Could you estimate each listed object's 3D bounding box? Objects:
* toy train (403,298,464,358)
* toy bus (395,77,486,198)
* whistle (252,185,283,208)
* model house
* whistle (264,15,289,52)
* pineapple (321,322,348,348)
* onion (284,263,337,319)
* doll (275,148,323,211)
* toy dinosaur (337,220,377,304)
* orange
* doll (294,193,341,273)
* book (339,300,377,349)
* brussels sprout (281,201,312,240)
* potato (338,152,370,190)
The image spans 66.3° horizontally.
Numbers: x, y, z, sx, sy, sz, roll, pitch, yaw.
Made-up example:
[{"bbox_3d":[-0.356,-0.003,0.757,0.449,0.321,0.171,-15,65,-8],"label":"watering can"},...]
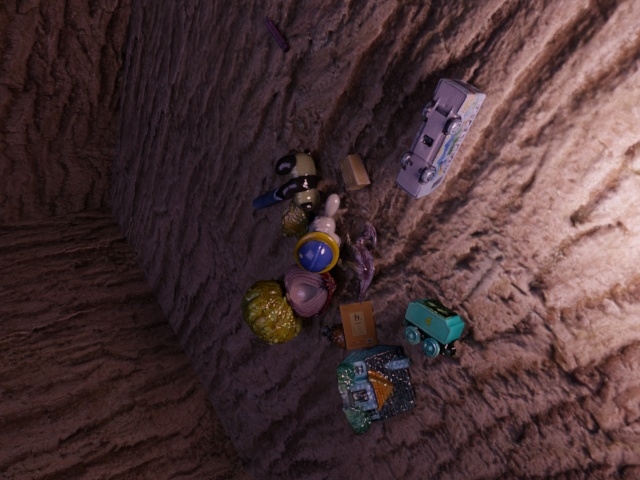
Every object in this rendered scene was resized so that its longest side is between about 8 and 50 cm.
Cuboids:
[{"bbox_3d":[0.356,0.275,1.554,0.197,0.107,0.155,32,119,41],"label":"toy train"},{"bbox_3d":[0.328,-0.278,1.363,0.109,0.135,0.330,45,133,29],"label":"toy bus"},{"bbox_3d":[-0.195,-0.187,2.098,0.304,0.062,0.062,-14,92,52],"label":"whistle"},{"bbox_3d":[0.219,0.529,1.747,0.240,0.226,0.262,-16,92,22],"label":"model house"},{"bbox_3d":[-0.169,-0.790,1.877,0.177,0.033,0.033,60,140,18],"label":"whistle"},{"bbox_3d":[0.068,0.375,1.943,0.197,0.108,0.108,-6,98,57],"label":"pineapple"},{"bbox_3d":[-0.014,0.188,1.957,0.283,0.120,0.227,-14,92,45],"label":"onion"},{"bbox_3d":[-0.076,-0.225,1.875,0.135,0.143,0.235,-8,92,37],"label":"doll"},{"bbox_3d":[0.136,0.074,1.769,0.162,0.077,0.295,14,112,55],"label":"toy dinosaur"},{"bbox_3d":[-0.201,0.291,2.095,0.223,0.301,0.300,-41,63,20],"label":"orange"},{"bbox_3d":[0.019,-0.013,1.810,0.159,0.243,0.311,28,124,7],"label":"doll"},{"bbox_3d":[0.143,0.317,1.831,0.012,0.118,0.172,-84,-15,-83],"label":"book"},{"bbox_3d":[-0.089,-0.076,1.981,0.139,0.100,0.181,21,117,34],"label":"brussels sprout"},{"bbox_3d":[0.115,-0.237,1.701,0.086,0.061,0.122,-27,80,54],"label":"potato"}]
